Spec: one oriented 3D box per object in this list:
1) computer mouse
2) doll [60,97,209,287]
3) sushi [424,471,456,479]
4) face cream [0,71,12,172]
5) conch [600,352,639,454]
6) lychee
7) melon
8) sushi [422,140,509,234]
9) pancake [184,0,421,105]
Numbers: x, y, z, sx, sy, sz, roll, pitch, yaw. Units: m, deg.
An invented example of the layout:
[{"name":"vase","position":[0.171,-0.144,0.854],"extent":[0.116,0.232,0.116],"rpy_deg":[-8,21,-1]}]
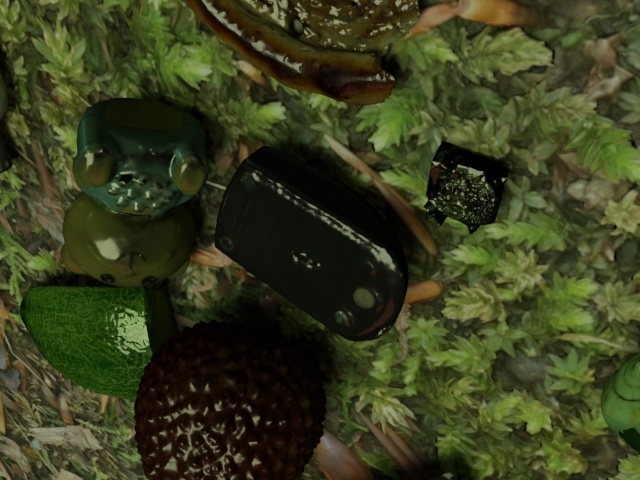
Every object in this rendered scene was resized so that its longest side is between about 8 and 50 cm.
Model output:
[{"name":"computer mouse","position":[0.000,0.000,1.016],"extent":[0.269,0.100,0.170],"rpy_deg":[35,128,11]},{"name":"doll","position":[-0.247,-0.049,1.080],"extent":[0.177,0.161,0.260],"rpy_deg":[2,129,-19]},{"name":"sushi","position":[0.131,0.457,1.246],"extent":[0.294,0.059,0.292],"rpy_deg":[-24,120,23]},{"name":"face cream","position":[-0.517,-0.233,1.174],"extent":[0.144,0.071,0.291],"rpy_deg":[6,123,26]},{"name":"conch","position":[0.419,0.214,0.895],"extent":[0.250,0.137,0.143],"rpy_deg":[47,129,-5]},{"name":"lychee","position":[-0.127,0.244,1.143],"extent":[0.276,0.304,0.275],"rpy_deg":[15,158,6]},{"name":"melon","position":[-0.373,0.142,1.302],"extent":[0.324,0.124,0.196],"rpy_deg":[4,114,25]},{"name":"sushi","position":[0.163,-0.055,0.923],"extent":[0.083,0.056,0.084],"rpy_deg":[15,125,12]},{"name":"pancake","position":[-0.013,-0.233,0.903],"extent":[0.257,0.056,0.212],"rpy_deg":[-13,113,35]}]
